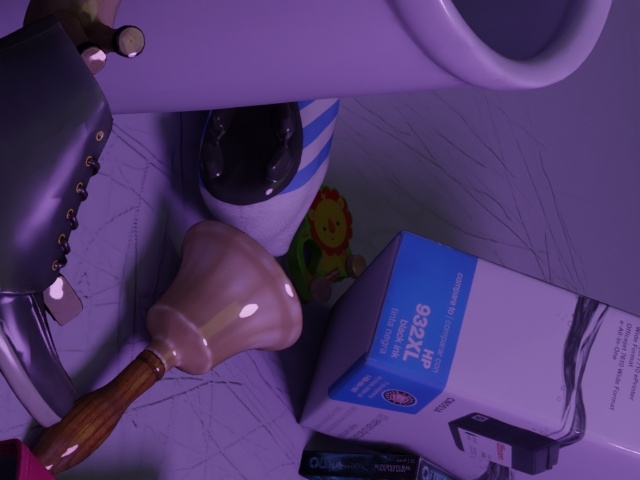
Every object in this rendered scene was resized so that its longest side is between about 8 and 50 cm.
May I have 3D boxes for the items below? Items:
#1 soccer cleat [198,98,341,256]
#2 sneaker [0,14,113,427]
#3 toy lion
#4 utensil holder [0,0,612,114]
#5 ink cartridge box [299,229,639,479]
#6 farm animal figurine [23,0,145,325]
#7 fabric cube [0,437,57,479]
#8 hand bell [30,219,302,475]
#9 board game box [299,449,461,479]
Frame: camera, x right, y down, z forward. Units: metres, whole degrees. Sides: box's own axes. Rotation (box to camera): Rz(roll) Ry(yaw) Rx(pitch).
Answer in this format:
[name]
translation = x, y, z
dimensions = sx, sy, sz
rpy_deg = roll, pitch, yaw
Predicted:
[soccer cleat]
translation = -0.034, -0.138, 1.409
dimensions = 0.143, 0.116, 0.331
rpy_deg = 78, 23, -58
[sneaker]
translation = -0.154, -0.008, 0.912
dimensions = 0.118, 0.083, 0.222
rpy_deg = -26, 114, -16
[toy lion]
translation = 0.000, 0.000, 1.500
dimensions = 0.100, 0.034, 0.096
rpy_deg = -32, 107, -51
[utensil holder]
translation = -0.028, -0.255, 1.158
dimensions = 0.328, 0.386, 0.327
rpy_deg = 3, 86, -55
[ink cartridge box]
translation = 0.164, 0.130, 1.432
dimensions = 0.308, 0.223, 0.129
rpy_deg = 20, 65, -8
[farm animal figurine]
translation = -0.241, -0.064, 1.002
dimensions = 0.330, 0.172, 0.326
rpy_deg = -19, 113, -21
[fabric cube]
translation = -0.214, 0.310, 0.909
dimensions = 0.258, 0.259, 0.254
rpy_deg = 55, 24, -38
[hand bell]
translation = -0.138, 0.102, 1.253
dimensions = 0.242, 0.126, 0.126
rpy_deg = -41, 122, -33
[board game box]
translation = 0.083, 0.235, 1.519
dimensions = 0.186, 0.126, 0.026
rpy_deg = 36, 59, -49
